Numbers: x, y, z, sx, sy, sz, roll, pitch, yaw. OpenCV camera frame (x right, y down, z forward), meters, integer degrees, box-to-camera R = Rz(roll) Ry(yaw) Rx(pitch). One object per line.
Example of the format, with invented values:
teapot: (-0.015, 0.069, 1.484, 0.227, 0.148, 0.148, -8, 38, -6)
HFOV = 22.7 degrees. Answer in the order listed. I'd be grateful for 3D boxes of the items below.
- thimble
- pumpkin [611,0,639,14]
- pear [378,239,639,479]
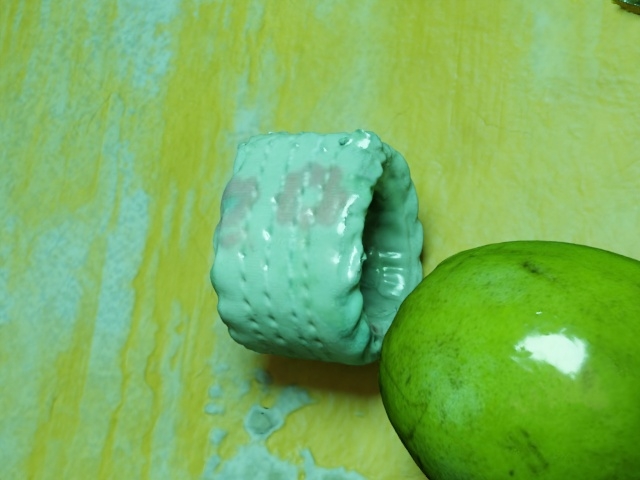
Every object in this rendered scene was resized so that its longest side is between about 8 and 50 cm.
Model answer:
thimble: (0.000, 0.000, 1.424, 0.149, 0.185, 0.211, 4, 107, 25)
pumpkin: (0.315, -0.244, 1.476, 0.074, 0.054, 0.083, 23, 86, 31)
pear: (0.190, 0.119, 1.280, 0.307, 0.253, 0.253, 25, 81, 30)
